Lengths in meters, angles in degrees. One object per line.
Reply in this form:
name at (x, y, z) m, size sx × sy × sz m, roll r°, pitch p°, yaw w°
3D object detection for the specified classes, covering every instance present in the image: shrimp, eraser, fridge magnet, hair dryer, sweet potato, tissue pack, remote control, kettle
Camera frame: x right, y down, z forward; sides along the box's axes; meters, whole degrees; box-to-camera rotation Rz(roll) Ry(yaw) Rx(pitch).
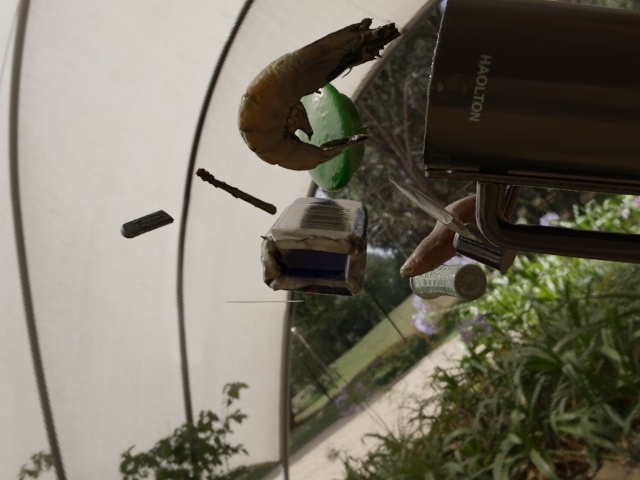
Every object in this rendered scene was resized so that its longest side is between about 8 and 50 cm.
shrimp at (0.008, -0.162, 0.756) m, size 0.217 × 0.051 × 0.150 m, roll -33°, pitch -50°, yaw -7°
eraser at (0.000, 0.000, 1.085) m, size 0.155 × 0.101 × 0.332 m, roll 5°, pitch 13°, yaw 4°
fridge magnet at (0.016, -0.195, 1.237) m, size 0.088 × 0.208 × 0.208 m, roll -14°, pitch -18°, yaw -24°
hair dryer at (0.346, -0.070, 1.289) m, size 0.071 × 0.114 × 0.247 m, roll -16°, pitch -57°, yaw -54°
sweet potato at (0.321, -0.038, 1.477) m, size 0.359 × 0.112 × 0.112 m, roll -33°, pitch -10°, yaw -20°
tissue pack at (0.213, -0.061, 1.257) m, size 0.026 × 0.193 × 0.123 m, roll -55°, pitch -36°, yaw 7°
remote control at (-0.396, -0.037, 1.498) m, size 0.152 × 0.044 × 0.027 m, roll -32°, pitch -30°, yaw -58°
kettle at (0.273, -0.128, 0.715) m, size 0.203 × 0.308 × 0.262 m, roll 59°, pitch -138°, yaw -70°

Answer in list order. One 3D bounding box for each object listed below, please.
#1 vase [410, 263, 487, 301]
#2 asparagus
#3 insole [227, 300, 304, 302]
vase at (0.402, 0.126, 2.075) m, size 0.143 × 0.143 × 0.299 m, roll -35°, pitch 7°, yaw -13°
asparagus at (-0.158, -0.091, 1.246) m, size 0.025 × 0.024 × 0.248 m, roll -42°, pitch -31°, yaw 14°
insole at (-0.101, 0.108, 1.164) m, size 0.153 × 0.002 × 0.053 m, roll -2°, pitch -4°, yaw 19°
